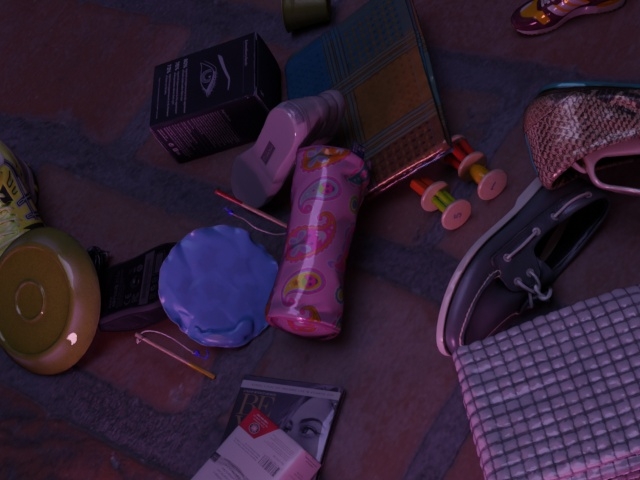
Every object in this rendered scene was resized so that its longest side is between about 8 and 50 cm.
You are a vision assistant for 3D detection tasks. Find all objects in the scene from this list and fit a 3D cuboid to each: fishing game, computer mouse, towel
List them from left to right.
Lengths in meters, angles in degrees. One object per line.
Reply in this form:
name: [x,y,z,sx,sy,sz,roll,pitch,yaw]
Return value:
computer mouse: [-0.291,0.080,1.756,0.272,0.072,0.188,-14,54,34]
fishing game: [-0.148,0.068,1.646,0.189,0.041,0.264,25,87,-7]
towel: [0.067,-0.221,1.761,0.271,0.040,0.370,-31,49,26]
towel: [0.321,0.204,1.306,0.284,0.121,0.235,-23,46,10]

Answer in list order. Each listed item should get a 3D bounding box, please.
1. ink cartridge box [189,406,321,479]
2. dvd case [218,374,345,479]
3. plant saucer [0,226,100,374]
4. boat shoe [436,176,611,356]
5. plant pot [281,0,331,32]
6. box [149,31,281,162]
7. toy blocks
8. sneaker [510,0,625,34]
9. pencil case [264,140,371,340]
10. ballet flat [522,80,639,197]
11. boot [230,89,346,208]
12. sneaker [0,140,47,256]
ink cartridge box: [-0.092,0.317,1.460,0.150,0.063,0.109,-48,52,-9]
dvd case: [-0.069,0.296,1.518,0.164,0.018,0.221,3,60,29]
plant saucer: [-0.456,0.097,1.760,0.241,0.037,0.241,-1,87,30]
boat shoe: [0.272,0.034,1.463,0.099,0.116,0.319,24,65,39]
plant pot: [-0.023,-0.416,1.961,0.079,0.083,0.083,-2,56,10]
box: [-0.179,-0.246,1.893,0.207,0.108,0.153,-14,52,18]
toy blocks: [0.188,-0.099,1.638,0.123,0.054,0.148,-39,49,-3]
sneaker: [0.383,-0.388,1.719,0.185,0.084,0.069,-17,52,15]
pencil case: [0.000,0.000,1.592,0.124,0.124,0.284,2,70,28]
ballet flat: [0.512,-0.134,1.425,0.483,0.164,0.182,-6,74,9]
boot: [-0.046,-0.141,1.728,0.123,0.258,0.095,-24,76,-35]
sneaker: [-0.565,-0.036,1.919,0.145,0.147,0.384,-33,52,1]
